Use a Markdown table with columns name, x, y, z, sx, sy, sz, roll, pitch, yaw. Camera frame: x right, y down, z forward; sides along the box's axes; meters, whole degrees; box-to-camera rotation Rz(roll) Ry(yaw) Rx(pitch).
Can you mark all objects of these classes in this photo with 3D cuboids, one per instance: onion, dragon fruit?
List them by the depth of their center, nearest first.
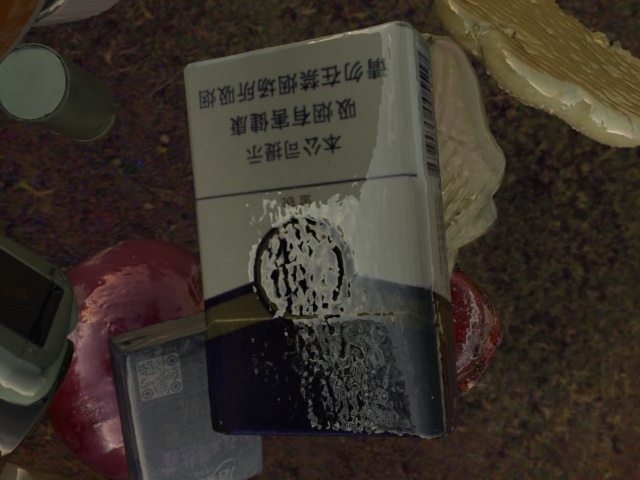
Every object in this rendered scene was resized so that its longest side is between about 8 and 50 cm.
| name | x | y | z | sx | sy | sz | roll | pitch | yaw |
| --- | --- | --- | --- | --- | --- | --- | --- | --- | --- |
| onion | -0.228 | 0.172 | 1.061 | 0.358 | 0.345 | 0.358 | 2 | 87 | -43 |
| dragon fruit | 0.221 | 0.165 | 1.325 | 0.147 | 0.211 | 0.282 | 6 | 94 | -54 |

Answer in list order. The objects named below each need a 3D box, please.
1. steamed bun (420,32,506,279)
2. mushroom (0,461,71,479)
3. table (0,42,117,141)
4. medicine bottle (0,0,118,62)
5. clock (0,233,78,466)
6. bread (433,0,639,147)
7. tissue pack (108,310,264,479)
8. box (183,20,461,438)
| name | x | y | z | sx | sy | sz | roll | pitch | yaw |
| --- | --- | --- | --- | --- | --- | --- | --- | --- | --- |
| steamed bun | 0.047 | -0.060 | 0.799 | 0.320 | 0.206 | 0.275 | -39 | 103 | 0 |
| mushroom | -0.427 | 0.455 | 0.967 | 0.292 | 0.292 | 0.290 | 47 | 38 | -26 |
| table | -0.444 | -0.245 | 1.249 | 0.126 | 0.220 | 0.126 | 0 | 90 | 4 |
| medicine bottle | -0.214 | -0.185 | 0.363 | 0.395 | 0.242 | 0.243 | -52 | 123 | -68 |
| clock | -0.281 | 0.109 | 0.513 | 0.146 | 0.243 | 0.200 | 39 | 17 | -28 |
| bread | 0.181 | -0.157 | 0.601 | 0.181 | 0.039 | 0.251 | -11 | 52 | -35 |
| tissue pack | -0.108 | 0.141 | 0.610 | 0.112 | 0.051 | 0.156 | -14 | 112 | -29 |
| box | 0.000 | 0.000 | 0.495 | 0.071 | 0.168 | 0.259 | 1 | 83 | -68 |
